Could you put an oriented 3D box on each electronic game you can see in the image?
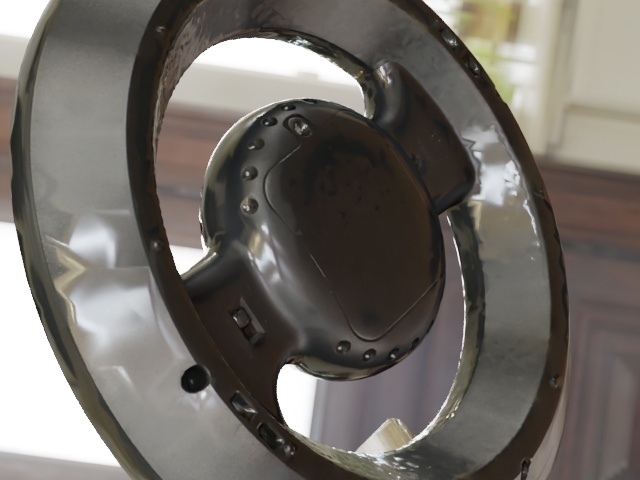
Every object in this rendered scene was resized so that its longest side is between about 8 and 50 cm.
[{"bbox_3d":[0.000,0.000,0.624,0.048,0.229,0.229,-26,48,42],"label":"electronic game"}]

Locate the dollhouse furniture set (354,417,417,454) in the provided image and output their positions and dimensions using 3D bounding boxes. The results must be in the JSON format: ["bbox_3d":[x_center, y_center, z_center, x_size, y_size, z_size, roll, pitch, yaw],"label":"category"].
[{"bbox_3d":[0.014,0.232,0.917,0.242,0.161,0.212,-45,17,3],"label":"dollhouse furniture set"}]
